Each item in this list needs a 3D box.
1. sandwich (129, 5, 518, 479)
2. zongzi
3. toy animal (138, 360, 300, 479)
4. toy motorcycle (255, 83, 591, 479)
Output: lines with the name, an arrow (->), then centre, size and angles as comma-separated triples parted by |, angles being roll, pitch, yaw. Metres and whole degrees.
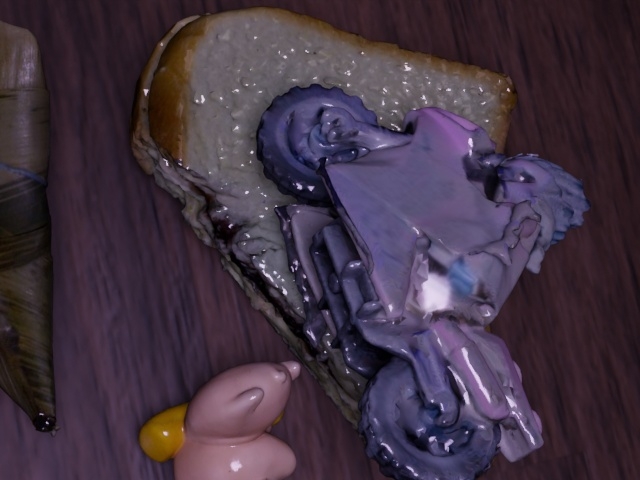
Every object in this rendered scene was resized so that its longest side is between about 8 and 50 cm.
sandwich -> -0.002, 0.001, 0.719 | 0.254, 0.099, 0.288 | 9, 75, -21
zongzi -> -0.263, -0.001, 0.637 | 0.221, 0.112, 0.242 | -2, 78, -18
toy animal -> -0.044, 0.123, 0.676 | 0.091, 0.114, 0.082 | -1, 61, -49
toy motorcycle -> 0.086, 0.009, 0.638 | 0.204, 0.108, 0.239 | -10, 82, -26
